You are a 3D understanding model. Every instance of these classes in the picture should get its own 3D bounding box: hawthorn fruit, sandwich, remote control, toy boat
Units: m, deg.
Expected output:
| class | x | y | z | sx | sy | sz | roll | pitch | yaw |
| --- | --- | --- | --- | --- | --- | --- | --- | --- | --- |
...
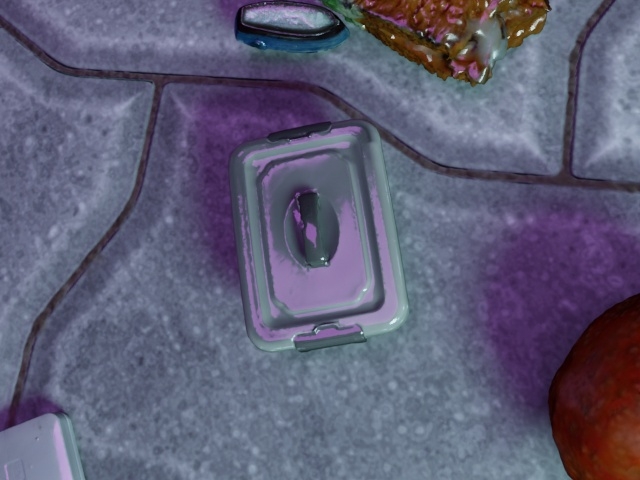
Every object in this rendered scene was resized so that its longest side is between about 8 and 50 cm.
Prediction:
| class | x | y | z | sx | sy | sz | roll | pitch | yaw |
| --- | --- | --- | --- | --- | --- | --- | --- | --- | --- |
| hawthorn fruit | 0.291 | 0.159 | 0.635 | 0.205 | 0.205 | 0.253 | 43 | 95 | 18 |
| sandwich | 0.149 | -0.287 | 0.814 | 0.212 | 0.109 | 0.292 | 44 | 85 | 7 |
| remote control | -0.385 | 0.278 | 0.826 | 0.250 | 0.034 | 0.103 | -23 | 73 | 5 |
| toy boat | -0.033 | -0.248 | 0.871 | 0.137 | 0.061 | 0.060 | 0 | 84 | -1 |

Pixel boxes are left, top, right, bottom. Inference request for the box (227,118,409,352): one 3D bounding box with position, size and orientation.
| class | x | y | z | sx | sy | sz | roll | pitch | yaw |
| --- | --- | --- | --- | --- | --- | --- | --- | --- | --- |
| box | 0.000 | 0.000 | 0.766 | 0.162 | 0.130 | 0.227 | -11 | 75 | 8 |
